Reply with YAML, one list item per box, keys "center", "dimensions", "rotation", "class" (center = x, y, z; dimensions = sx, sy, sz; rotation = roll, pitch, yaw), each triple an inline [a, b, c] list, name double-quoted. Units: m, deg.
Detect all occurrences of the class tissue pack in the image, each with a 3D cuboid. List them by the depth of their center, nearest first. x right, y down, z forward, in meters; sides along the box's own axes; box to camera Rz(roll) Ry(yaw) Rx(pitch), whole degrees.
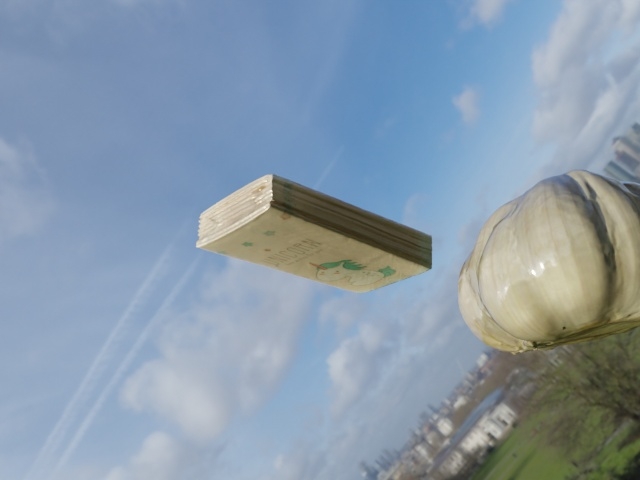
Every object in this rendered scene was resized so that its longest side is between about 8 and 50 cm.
- center: [0.000, 0.000, 1.049]
  dimensions: [0.325, 0.071, 0.170]
  rotation: [19, -29, -39]
  class: "tissue pack"

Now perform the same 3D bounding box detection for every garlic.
- center: [0.239, 0.018, 0.672]
  dimensions: [0.227, 0.152, 0.228]
  rotation: [-13, -13, -3]
  class: "garlic"
